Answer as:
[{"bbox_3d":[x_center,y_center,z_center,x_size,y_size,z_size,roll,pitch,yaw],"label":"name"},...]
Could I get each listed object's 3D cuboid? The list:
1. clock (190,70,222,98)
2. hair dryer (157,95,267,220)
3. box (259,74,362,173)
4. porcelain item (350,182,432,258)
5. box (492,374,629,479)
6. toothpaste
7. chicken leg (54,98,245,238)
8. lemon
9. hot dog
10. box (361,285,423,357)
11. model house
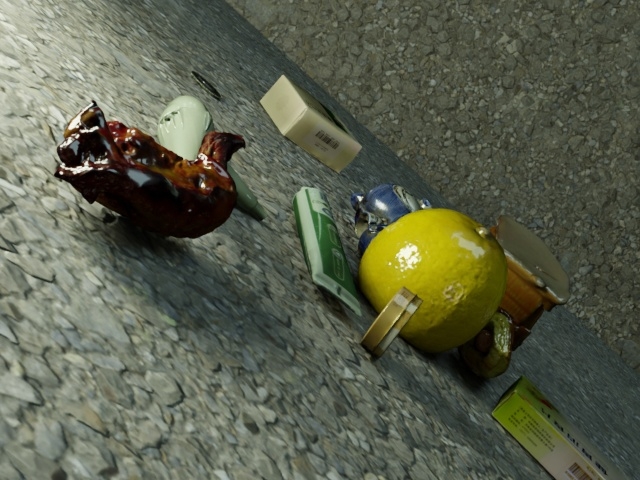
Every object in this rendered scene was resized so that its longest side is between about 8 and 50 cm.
[{"bbox_3d":[-0.235,-0.321,1.965,0.083,0.010,0.074,42,12,-5],"label":"clock"},{"bbox_3d":[-0.161,-0.091,1.343,0.225,0.088,0.219,56,17,-13],"label":"hair dryer"},{"bbox_3d":[-0.023,-0.279,2.296,0.212,0.095,0.168,31,20,-42],"label":"box"},{"bbox_3d":[0.135,-0.007,1.841,0.186,0.138,0.288,17,28,-26],"label":"porcelain item"},{"bbox_3d":[0.410,0.352,1.609,0.260,0.062,0.175,46,13,11],"label":"box"},{"bbox_3d":[0.000,0.000,1.523,0.098,0.061,0.392,38,16,-23],"label":"toothpaste"},{"bbox_3d":[-0.172,-0.075,1.110,0.158,0.096,0.407,54,20,5],"label":"chicken leg"},{"bbox_3d":[0.199,0.053,1.589,0.240,0.219,0.240,41,17,-15],"label":"lemon"},{"bbox_3d":[0.292,0.183,1.682,0.093,0.123,0.261,10,-10,10],"label":"hot dog"},{"bbox_3d":[0.100,0.115,1.338,0.037,0.106,0.105,37,12,8],"label":"box"},{"bbox_3d":[0.357,0.102,1.895,0.199,0.229,0.219,41,30,6],"label":"model house"}]
